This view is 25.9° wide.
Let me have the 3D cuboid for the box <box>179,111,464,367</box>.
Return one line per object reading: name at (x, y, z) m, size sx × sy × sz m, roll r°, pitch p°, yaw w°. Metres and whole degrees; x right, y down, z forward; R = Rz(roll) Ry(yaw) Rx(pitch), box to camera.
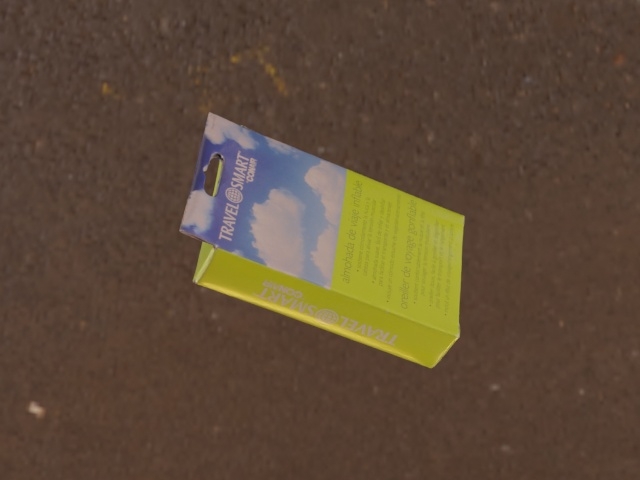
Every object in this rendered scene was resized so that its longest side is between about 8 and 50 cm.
box at (0.000, 0.000, 0.846) m, size 0.178 × 0.109 × 0.042 m, roll 21°, pitch 135°, yaw -13°
